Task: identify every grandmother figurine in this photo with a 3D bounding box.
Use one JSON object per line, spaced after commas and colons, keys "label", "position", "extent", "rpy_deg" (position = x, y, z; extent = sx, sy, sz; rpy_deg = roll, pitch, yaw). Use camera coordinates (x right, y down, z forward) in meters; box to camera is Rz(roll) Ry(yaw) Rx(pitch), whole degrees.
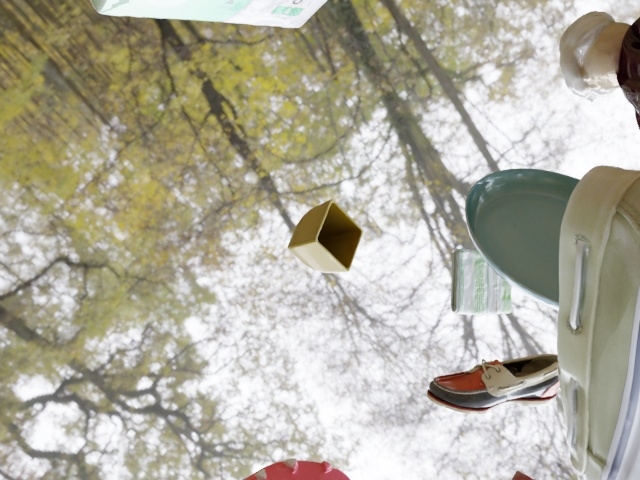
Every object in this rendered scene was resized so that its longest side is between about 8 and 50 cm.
{"label": "grandmother figurine", "position": [0.352, -0.143, 0.729], "extent": [0.104, 0.207, 0.342], "rpy_deg": [-16, -147, -17]}

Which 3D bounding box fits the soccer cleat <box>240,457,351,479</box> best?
{"label": "soccer cleat", "position": [-0.076, 0.301, 0.834], "extent": [0.083, 0.248, 0.095], "rpy_deg": [58, -42, 34]}

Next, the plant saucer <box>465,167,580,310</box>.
{"label": "plant saucer", "position": [0.360, 0.005, 1.139], "extent": [0.317, 0.318, 0.043], "rpy_deg": [-90, -169, -49]}

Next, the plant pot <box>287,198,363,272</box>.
{"label": "plant pot", "position": [0.000, 0.000, 1.161], "extent": [0.083, 0.081, 0.081], "rpy_deg": [-15, -137, 43]}

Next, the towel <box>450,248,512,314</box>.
{"label": "towel", "position": [0.285, 0.075, 1.365], "extent": [0.023, 0.152, 0.113], "rpy_deg": [-1, -95, 50]}

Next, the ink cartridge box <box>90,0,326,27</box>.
{"label": "ink cartridge box", "position": [-0.015, -0.215, 0.455], "extent": [0.181, 0.056, 0.225], "rpy_deg": [-13, 165, -48]}

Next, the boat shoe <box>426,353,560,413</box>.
{"label": "boat shoe", "position": [0.158, 0.125, 0.693], "extent": [0.049, 0.137, 0.043], "rpy_deg": [-130, -134, -59]}

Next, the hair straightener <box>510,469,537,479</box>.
{"label": "hair straightener", "position": [0.237, 0.388, 1.018], "extent": [0.089, 0.047, 0.230], "rpy_deg": [-65, 164, 19]}

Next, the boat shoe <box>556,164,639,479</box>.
{"label": "boat shoe", "position": [0.187, 0.085, 0.444], "extent": [0.109, 0.302, 0.094], "rpy_deg": [-28, -138, -24]}
